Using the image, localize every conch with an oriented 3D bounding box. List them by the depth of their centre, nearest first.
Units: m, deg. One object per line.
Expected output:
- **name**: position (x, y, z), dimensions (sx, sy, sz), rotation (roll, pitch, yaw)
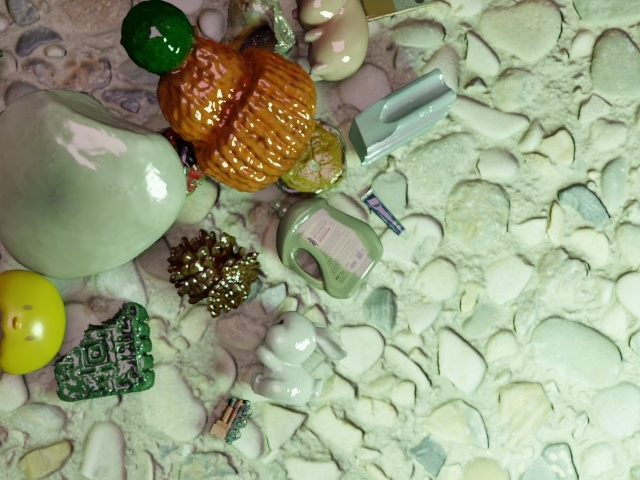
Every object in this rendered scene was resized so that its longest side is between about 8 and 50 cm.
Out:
- **conch**: position (-0.143, -0.435, 1.711), dimensions (0.163, 0.178, 0.245), rotation (23, 114, -31)

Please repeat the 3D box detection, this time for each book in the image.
- **book**: position (0.157, -0.573, 1.811), dimensions (0.172, 0.012, 0.118), rotation (-16, 86, -5)

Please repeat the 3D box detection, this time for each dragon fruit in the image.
- **dragon fruit**: position (-0.335, -0.160, 1.678), dimensions (0.172, 0.166, 0.160), rotation (-31, 48, 14)

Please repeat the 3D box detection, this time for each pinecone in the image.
- **pinecone**: position (-0.228, 0.063, 1.666), dimensions (0.195, 0.150, 0.179), rotation (19, 114, -3)

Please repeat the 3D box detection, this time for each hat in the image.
- **hat**: position (-0.207, -0.274, 1.518), dimensions (0.400, 0.285, 0.285), rotation (25, 83, -38)

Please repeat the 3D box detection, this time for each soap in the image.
- **soap**: position (0.169, -0.268, 1.728), dimensions (0.230, 0.145, 0.091), rotation (-29, 79, -10)

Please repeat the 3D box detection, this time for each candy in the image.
- **candy**: position (-0.496, -0.088, 1.575), dimensions (0.386, 0.186, 0.427), rotation (35, 121, -13)

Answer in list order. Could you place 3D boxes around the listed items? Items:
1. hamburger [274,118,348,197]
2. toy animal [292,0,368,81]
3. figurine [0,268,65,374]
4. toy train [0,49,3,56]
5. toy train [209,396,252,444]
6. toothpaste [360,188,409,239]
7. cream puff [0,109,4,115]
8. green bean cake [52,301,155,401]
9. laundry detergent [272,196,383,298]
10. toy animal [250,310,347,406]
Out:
- **hamburger**: position (-0.020, -0.179, 1.728), dimensions (0.177, 0.113, 0.185), rotation (44, 77, 6)
- **toy animal**: position (0.023, -0.475, 1.723), dimensions (0.154, 0.166, 0.250), rotation (-13, 93, -14)
- **figurine**: position (-0.699, 0.163, 1.623), dimensions (0.344, 0.187, 0.215), rotation (3, 95, 2)
- **toy train**: position (-0.820, -0.445, 1.680), dimensions (0.237, 0.150, 0.369), rotation (-32, 90, -11)
- **toy train**: position (-0.190, 0.385, 1.703), dimensions (0.064, 0.044, 0.103), rotation (26, 85, 9)
- **toothpaste**: position (0.149, -0.054, 1.767), dimensions (0.037, 0.021, 0.140), rotation (-42, 87, -5)
- **cream puff**: position (-0.644, -0.214, 1.687), dimensions (0.146, 0.146, 0.116), rotation (-18, 126, -5)
- **green bean cake**: position (-0.463, 0.238, 1.665), dimensions (0.208, 0.107, 0.193), rotation (-10, 87, -3)
- **laundry detergent**: position (0.000, 0.000, 1.719), dimensions (0.253, 0.091, 0.181), rotation (37, 90, -1)
- **toy animal**: position (-0.053, 0.257, 1.678), dimensions (0.178, 0.127, 0.193), rotation (26, 83, -3)
